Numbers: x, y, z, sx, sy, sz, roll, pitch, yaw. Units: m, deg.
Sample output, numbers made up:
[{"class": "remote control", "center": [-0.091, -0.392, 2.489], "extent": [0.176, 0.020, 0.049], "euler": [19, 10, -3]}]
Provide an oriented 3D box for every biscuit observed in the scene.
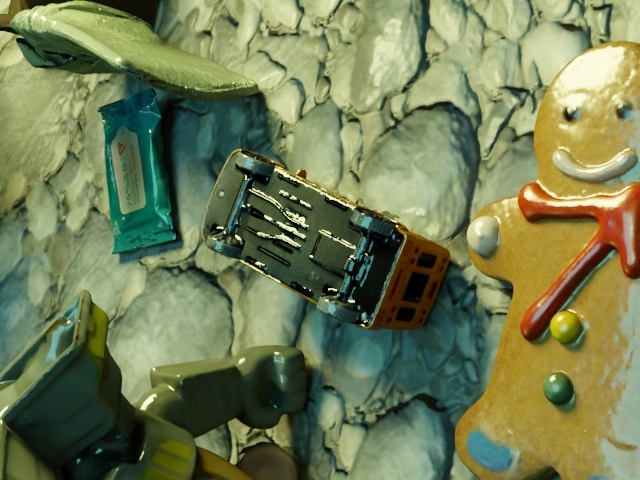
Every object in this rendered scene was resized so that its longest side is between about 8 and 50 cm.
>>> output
[{"class": "biscuit", "center": [0.177, 0.021, 1.063], "extent": [0.205, 0.049, 0.324], "euler": [10, 87, 43]}]

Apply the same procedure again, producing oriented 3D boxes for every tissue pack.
[{"class": "tissue pack", "center": [-0.161, -0.060, 1.395], "extent": [0.085, 0.028, 0.138], "euler": [-14, 77, 43]}]

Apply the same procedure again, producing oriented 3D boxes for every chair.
[{"class": "chair", "center": [-0.194, -0.230, 1.371], "extent": [0.319, 0.160, 0.186], "euler": [13, 92, 46]}]

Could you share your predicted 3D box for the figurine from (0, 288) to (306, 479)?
[{"class": "figurine", "center": [-0.124, 0.205, 1.147], "extent": [0.342, 0.285, 0.167], "euler": [-52, 22, -9]}]

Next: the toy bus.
[{"class": "toy bus", "center": [0.000, 0.000, 1.197], "extent": [0.194, 0.088, 0.083], "euler": [28, 100, 39]}]
